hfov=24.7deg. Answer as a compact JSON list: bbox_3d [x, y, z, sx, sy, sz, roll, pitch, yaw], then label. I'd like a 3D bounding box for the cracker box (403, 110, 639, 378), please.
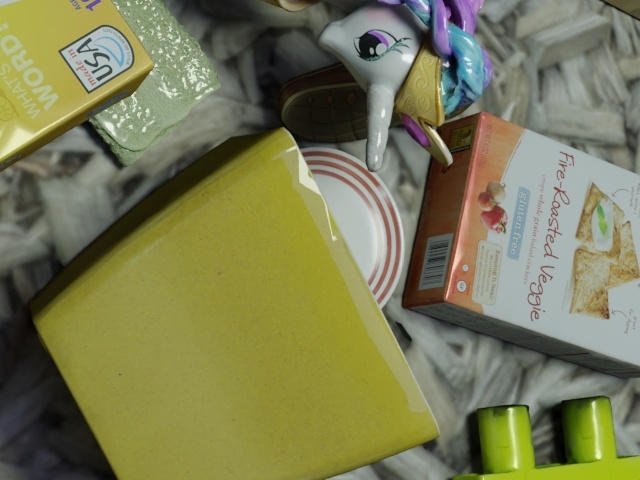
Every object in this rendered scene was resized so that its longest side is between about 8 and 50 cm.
[{"bbox_3d":[0.192,0.009,1.178,0.232,0.067,0.156,19,75,-26],"label":"cracker box"}]

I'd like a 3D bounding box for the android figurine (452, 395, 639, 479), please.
[{"bbox_3d":[0.189,0.262,1.151,0.248,0.056,0.273,-3,85,-29],"label":"android figurine"}]

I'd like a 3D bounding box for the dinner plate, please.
[{"bbox_3d":[0.000,0.000,1.103,0.141,0.017,0.141,4,81,-29],"label":"dinner plate"}]

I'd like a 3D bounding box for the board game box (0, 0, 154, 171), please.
[{"bbox_3d":[-0.299,-0.121,0.905,0.316,0.064,0.242,-37,94,-25],"label":"board game box"}]

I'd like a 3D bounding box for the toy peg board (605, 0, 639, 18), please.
[{"bbox_3d":[0.288,-0.272,1.223,0.160,0.161,0.079,21,60,-25],"label":"toy peg board"}]

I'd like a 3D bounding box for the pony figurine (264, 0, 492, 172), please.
[{"bbox_3d":[0.023,-0.257,1.029,0.363,0.303,0.351,38,65,4],"label":"pony figurine"}]

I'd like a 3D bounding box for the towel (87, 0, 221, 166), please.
[{"bbox_3d":[-0.147,-0.138,1.035,0.148,0.027,0.110,50,63,-14],"label":"towel"}]

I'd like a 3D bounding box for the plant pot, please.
[{"bbox_3d":[-0.074,0.066,0.954,0.187,0.212,0.212,-29,98,-10],"label":"plant pot"}]

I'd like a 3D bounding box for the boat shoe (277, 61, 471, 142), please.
[{"bbox_3d":[0.040,-0.120,1.121,0.178,0.064,0.060,-12,58,-31],"label":"boat shoe"}]
